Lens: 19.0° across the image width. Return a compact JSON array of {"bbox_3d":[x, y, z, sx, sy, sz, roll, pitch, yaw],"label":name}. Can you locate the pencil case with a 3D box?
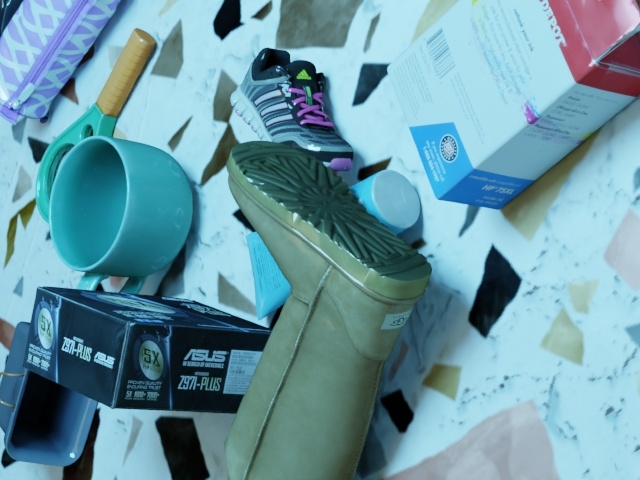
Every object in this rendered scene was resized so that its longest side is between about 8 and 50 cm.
[{"bbox_3d":[-0.275,-0.215,1.972,0.206,0.086,0.088,-53,14,29],"label":"pencil case"}]

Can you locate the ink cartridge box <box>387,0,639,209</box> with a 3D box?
[{"bbox_3d":[0.167,-0.142,1.478,0.231,0.078,0.134,-40,56,36],"label":"ink cartridge box"}]

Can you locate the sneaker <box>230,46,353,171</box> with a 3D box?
[{"bbox_3d":[-0.021,-0.119,1.692,0.170,0.063,0.074,45,122,48],"label":"sneaker"}]

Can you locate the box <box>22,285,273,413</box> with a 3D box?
[{"bbox_3d":[-0.146,0.098,1.703,0.147,0.180,0.077,17,97,49],"label":"box"}]

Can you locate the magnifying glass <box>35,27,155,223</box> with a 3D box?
[{"bbox_3d":[-0.230,-0.114,1.953,0.231,0.026,0.092,-57,47,23],"label":"magnifying glass"}]

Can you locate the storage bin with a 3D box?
[{"bbox_3d":[-0.284,0.146,1.921,0.091,0.098,0.135,27,103,58],"label":"storage bin"}]

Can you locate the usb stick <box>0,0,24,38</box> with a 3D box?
[{"bbox_3d":[-0.408,-0.284,2.167,0.278,0.045,0.077,30,112,46],"label":"usb stick"}]

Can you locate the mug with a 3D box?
[{"bbox_3d":[-0.190,-0.019,1.835,0.129,0.097,0.157,51,120,39],"label":"mug"}]

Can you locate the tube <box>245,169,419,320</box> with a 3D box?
[{"bbox_3d":[0.000,0.000,1.662,0.207,0.052,0.080,-28,60,45],"label":"tube"}]

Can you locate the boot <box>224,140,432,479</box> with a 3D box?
[{"bbox_3d":[-0.033,0.083,1.609,0.236,0.089,0.269,45,127,37],"label":"boot"}]
